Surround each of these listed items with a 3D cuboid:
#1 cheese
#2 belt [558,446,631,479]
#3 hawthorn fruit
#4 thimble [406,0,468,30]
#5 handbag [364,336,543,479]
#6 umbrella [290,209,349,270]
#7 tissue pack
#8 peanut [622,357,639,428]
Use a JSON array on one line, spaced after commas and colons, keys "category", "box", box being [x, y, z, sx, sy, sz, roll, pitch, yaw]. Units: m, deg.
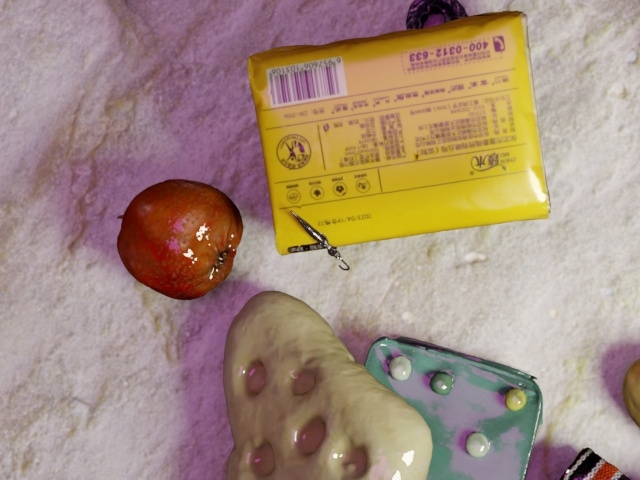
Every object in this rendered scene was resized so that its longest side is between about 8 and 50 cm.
[{"category": "cheese", "box": [0.009, 0.226, 1.611, 0.328, 0.129, 0.351, -13, 70, 43]}, {"category": "belt", "box": [0.285, 0.431, 1.564, 0.094, 0.126, 0.359, 34, 71, 20]}, {"category": "hawthorn fruit", "box": [-0.218, -0.010, 1.739, 0.200, 0.179, 0.179, 26, 85, 28]}, {"category": "thimble", "box": [0.175, -0.316, 1.777, 0.095, 0.066, 0.104, -38, 74, 0]}, {"category": "handbag", "box": [0.166, 0.287, 1.656, 0.268, 0.100, 0.274, 16, 84, 12]}, {"category": "umbrella", "box": [0.002, -0.001, 1.585, 0.022, 0.122, 0.013, -14, 38, 44]}, {"category": "tissue pack", "box": [0.112, -0.153, 1.657, 0.382, 0.228, 0.293, -8, 96, 9]}, {"category": "peanut", "box": [0.553, 0.257, 1.582, 0.319, 0.147, 0.147, 37, 88, 15]}]
